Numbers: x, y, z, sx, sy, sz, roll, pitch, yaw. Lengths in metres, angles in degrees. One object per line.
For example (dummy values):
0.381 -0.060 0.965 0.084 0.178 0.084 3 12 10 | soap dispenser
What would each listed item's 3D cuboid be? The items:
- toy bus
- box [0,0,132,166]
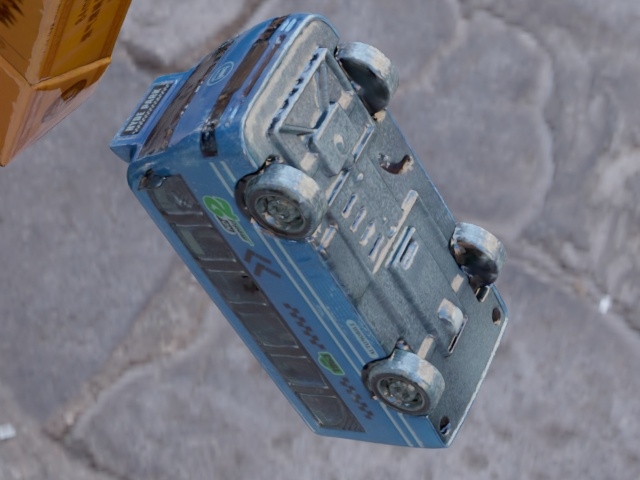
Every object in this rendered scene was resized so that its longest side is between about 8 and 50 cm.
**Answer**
0.000 0.000 0.949 0.134 0.246 0.113 -4 44 39 | toy bus
-0.154 -0.171 0.759 0.174 0.274 0.076 45 58 5 | box
